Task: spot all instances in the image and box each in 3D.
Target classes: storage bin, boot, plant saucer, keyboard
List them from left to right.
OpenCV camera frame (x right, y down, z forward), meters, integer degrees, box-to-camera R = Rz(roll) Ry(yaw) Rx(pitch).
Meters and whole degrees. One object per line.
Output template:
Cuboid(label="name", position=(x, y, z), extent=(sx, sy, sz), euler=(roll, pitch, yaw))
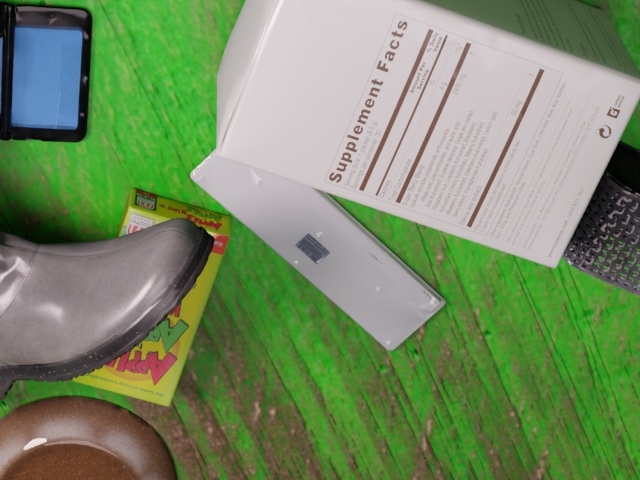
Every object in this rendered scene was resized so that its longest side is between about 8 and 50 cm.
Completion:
Cuboid(label="boot", position=(-0.273, 0.013, 1.494), extent=(0.338, 0.118, 0.223), euler=(-26, 115, 27))
Cuboid(label="plant saucer", position=(-0.233, 0.239, 1.692), extent=(0.198, 0.036, 0.199), euler=(-1, 115, -2))
Cuboid(label="keyboard", position=(0.000, 0.000, 1.603), extent=(0.072, 0.014, 0.256), euler=(-40, 111, 21))
Cuboid(label="storage bin", position=(0.294, -0.008, 1.552), extent=(0.180, 0.122, 0.084), euler=(24, 113, -14))

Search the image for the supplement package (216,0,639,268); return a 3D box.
Cuboid(label="supplement package", position=(0.079, -0.128, 1.450), extent=(0.293, 0.177, 0.175), euler=(18, 114, -11))

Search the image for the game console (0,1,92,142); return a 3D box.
Cuboid(label="game console", position=(-0.248, -0.129, 1.493), extent=(0.071, 0.107, 0.122), euler=(16, 117, 20))

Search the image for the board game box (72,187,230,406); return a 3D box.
Cuboid(label="board game box", position=(-0.150, 0.052, 1.600), extent=(0.092, 0.043, 0.181), euler=(16, 114, -11))
